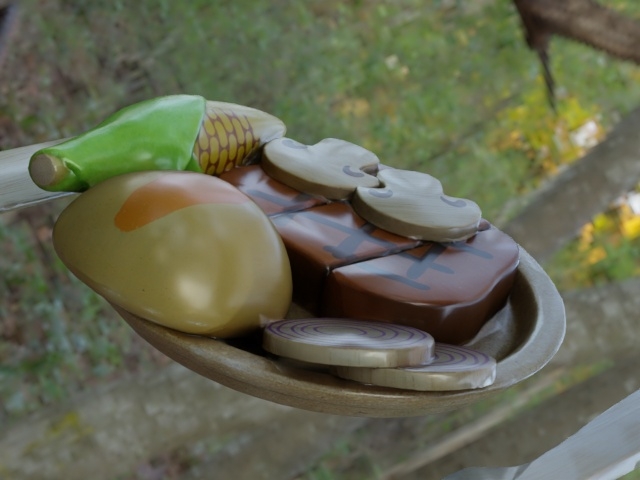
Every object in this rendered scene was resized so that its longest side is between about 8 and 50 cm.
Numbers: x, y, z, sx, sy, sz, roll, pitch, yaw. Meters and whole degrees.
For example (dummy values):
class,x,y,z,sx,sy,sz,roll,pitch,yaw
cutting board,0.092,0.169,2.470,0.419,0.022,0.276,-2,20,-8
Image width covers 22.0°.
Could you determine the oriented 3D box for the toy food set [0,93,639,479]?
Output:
class,x,y,z,sx,sy,sz,roll,pitch,yaw
toy food set,0.000,0.000,0.403,0.192,0.132,0.038,29,-60,30
